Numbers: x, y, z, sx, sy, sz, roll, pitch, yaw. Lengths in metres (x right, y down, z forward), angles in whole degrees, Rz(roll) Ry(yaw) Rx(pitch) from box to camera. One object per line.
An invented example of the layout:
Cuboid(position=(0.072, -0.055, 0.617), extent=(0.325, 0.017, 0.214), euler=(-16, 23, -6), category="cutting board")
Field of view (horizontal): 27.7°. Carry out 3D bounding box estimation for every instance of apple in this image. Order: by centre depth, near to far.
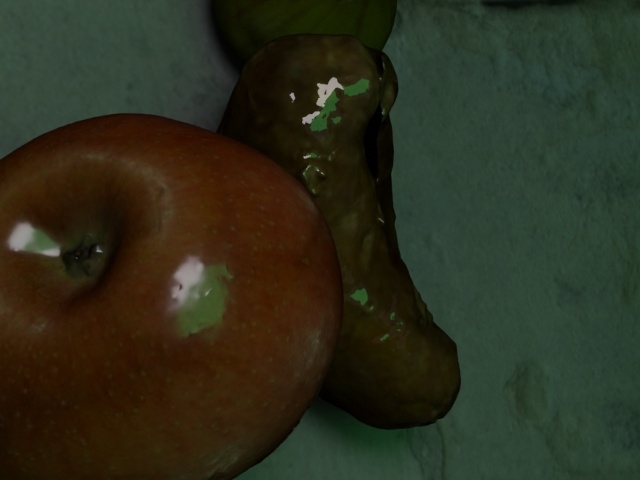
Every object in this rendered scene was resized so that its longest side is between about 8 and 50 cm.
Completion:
Cuboid(position=(-0.124, 0.042, 0.813), extent=(0.206, 0.272, 0.251), euler=(50, 35, -71), category="apple")

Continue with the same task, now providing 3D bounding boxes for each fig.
Cuboid(position=(0.001, -0.204, 1.013), extent=(0.148, 0.186, 0.142), euler=(18, 49, -43), category="fig")

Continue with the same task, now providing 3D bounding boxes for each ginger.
Cuboid(position=(0.000, 0.000, 0.989), extent=(0.165, 0.172, 0.321), euler=(-54, 133, -57), category="ginger")
